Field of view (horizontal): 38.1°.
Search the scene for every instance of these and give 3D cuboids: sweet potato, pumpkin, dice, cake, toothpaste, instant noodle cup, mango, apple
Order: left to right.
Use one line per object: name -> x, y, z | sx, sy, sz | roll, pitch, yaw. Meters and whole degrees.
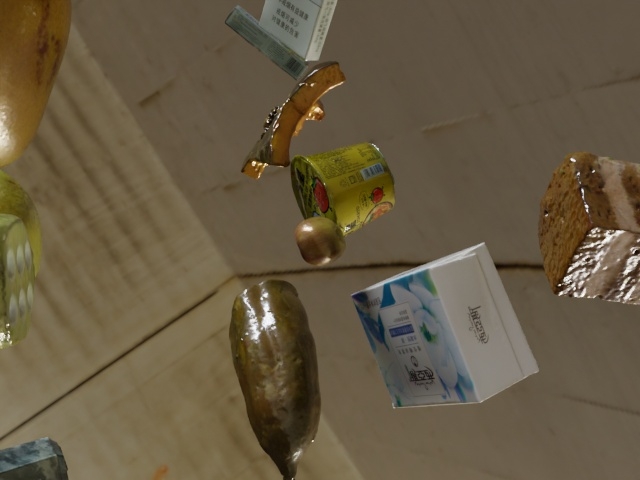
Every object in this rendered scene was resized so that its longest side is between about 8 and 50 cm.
dice -> -0.467, 0.052, 1.188 | 0.169, 0.169, 0.166 | -124, -147, -81
mango -> -0.502, -0.290, 1.389 | 0.221, 0.264, 0.378 | 14, -71, 16
toothpaste -> -0.092, -0.345, 1.626 | 0.164, 0.034, 0.046 | 37, 18, -9
sweet potato -> -0.073, 0.251, 1.684 | 0.158, 0.157, 0.370 | 84, -9, -58
pumpkin -> -0.062, -0.232, 1.869 | 0.095, 0.258, 0.290 | 38, -12, -5
apple -> 0.000, 0.000, 1.473 | 0.084, 0.071, 0.084 | 61, 10, -20
instant noodle cup -> 0.048, -0.095, 1.724 | 0.182, 0.144, 0.182 | 54, -23, 36
cake -> 0.536, -0.017, 1.576 | 0.199, 0.292, 0.196 | -89, -172, -45

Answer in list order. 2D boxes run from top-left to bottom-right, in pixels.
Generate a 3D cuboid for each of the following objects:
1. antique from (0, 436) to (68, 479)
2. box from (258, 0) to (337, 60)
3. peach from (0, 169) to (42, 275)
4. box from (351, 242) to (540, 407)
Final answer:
antique -> -0.515, 0.401, 1.545 | 0.086, 0.182, 0.088 | 24, -55, 60
box -> -0.017, -0.421, 1.448 | 0.139, 0.035, 0.245 | 42, -56, 37
peach -> -0.700, 0.007, 1.816 | 0.282, 0.314, 0.316 | -57, -135, 30
box -> 0.178, 0.138, 1.417 | 0.203, 0.116, 0.274 | 68, -25, 2
